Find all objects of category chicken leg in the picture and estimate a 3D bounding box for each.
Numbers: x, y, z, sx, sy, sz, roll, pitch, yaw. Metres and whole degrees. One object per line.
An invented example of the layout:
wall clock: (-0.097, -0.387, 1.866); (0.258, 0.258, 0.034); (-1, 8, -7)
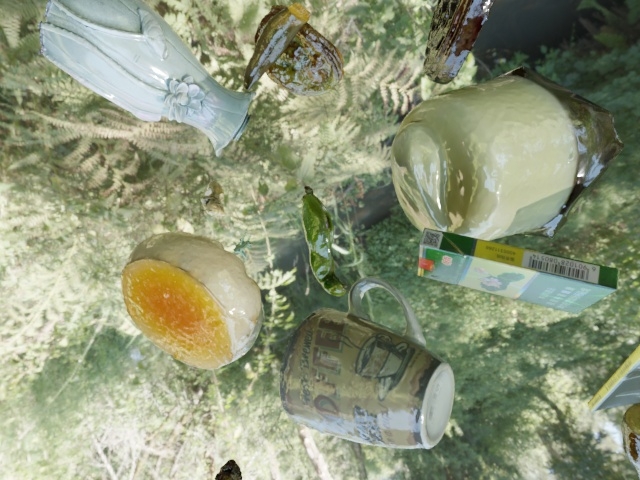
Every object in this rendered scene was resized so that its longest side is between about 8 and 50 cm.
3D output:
chicken leg: (-0.180, 0.486, 0.763); (0.062, 0.145, 0.037); (35, 130, -30)

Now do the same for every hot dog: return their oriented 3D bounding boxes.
hot dog: (-0.063, -0.524, 1.162); (0.196, 0.272, 0.122); (-45, -172, 42)

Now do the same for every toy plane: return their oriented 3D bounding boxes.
toy plane: (-0.223, 0.016, 1.165); (0.083, 0.033, 0.080); (-36, 136, -57)

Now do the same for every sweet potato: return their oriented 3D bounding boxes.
sweet potato: (-0.127, -0.487, 1.020); (0.243, 0.077, 0.077); (-41, 155, 21)
sweet potato: (0.335, 0.217, 0.419); (0.049, 0.049, 0.117); (-21, 117, -10)

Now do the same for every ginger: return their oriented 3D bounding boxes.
ginger: (-0.381, -0.146, 1.444); (0.089, 0.288, 0.075); (12, 113, -24)

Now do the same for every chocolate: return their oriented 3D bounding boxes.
chocolate: (0.292, -0.126, 0.777); (0.297, 0.326, 0.314); (-27, 148, -27)

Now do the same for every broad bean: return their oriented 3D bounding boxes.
broad bean: (0.000, 0.000, 0.751); (0.048, 0.214, 0.070); (-13, 173, -39)

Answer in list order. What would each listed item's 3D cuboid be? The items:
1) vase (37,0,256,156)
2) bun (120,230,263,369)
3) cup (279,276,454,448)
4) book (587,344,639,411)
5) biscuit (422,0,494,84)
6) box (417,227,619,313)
vase: (-0.373, -0.388, 0.962); (0.445, 0.250, 0.250); (30, 132, -21)
bun: (-0.238, 0.106, 0.830); (0.299, 0.299, 0.165); (-43, -173, 40)
cup: (0.106, 0.216, 0.743); (0.257, 0.301, 0.227); (5, 160, 35)
book: (0.634, 0.178, 0.676); (0.262, 0.028, 0.374); (-9, 136, -1)
biscuit: (0.342, -0.591, 0.989); (0.091, 0.407, 0.407); (17, 153, -1)
box: (0.257, 0.045, 0.576); (0.235, 0.034, 0.132); (14, 161, 16)
